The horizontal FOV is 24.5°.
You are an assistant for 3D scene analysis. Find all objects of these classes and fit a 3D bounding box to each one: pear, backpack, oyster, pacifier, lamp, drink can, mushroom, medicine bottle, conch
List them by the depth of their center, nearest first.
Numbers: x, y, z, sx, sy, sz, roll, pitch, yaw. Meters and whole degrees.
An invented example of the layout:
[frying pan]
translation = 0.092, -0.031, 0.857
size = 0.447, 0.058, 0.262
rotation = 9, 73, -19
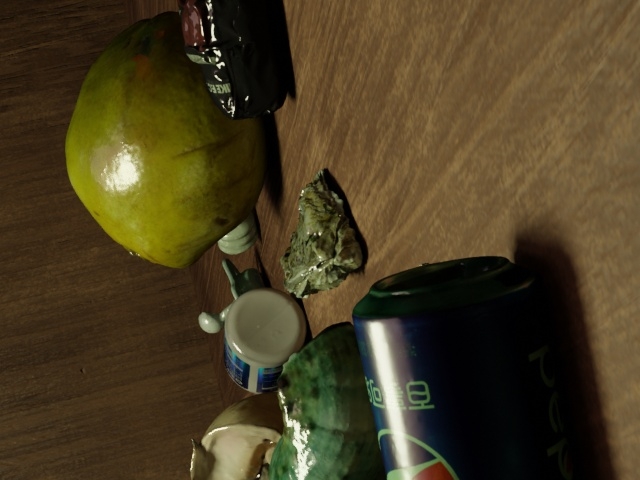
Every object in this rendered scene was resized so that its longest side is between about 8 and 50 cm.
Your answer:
[drink can]
translation = 0.093, 0.117, 0.902
size = 0.118, 0.118, 0.205
rotation = -159, 55, -79
[conch]
translation = 0.017, 0.189, 1.441
size = 0.188, 0.122, 0.176
rotation = 86, -155, -61
[oyster]
translation = 0.000, 0.000, 1.487
size = 0.177, 0.064, 0.125
rotation = -98, 17, -53
[backpack]
translation = -0.094, -0.212, 1.590
size = 0.120, 0.105, 0.165
rotation = -143, 44, -69
[mushroom]
translation = -0.026, 0.291, 1.753
size = 0.189, 0.195, 0.254
rotation = -47, -56, -61
[pear]
translation = -0.187, -0.127, 1.853
size = 0.269, 0.269, 0.321
rotation = -156, 71, -78
[medicine bottle]
translation = -0.076, 0.141, 1.966
size = 0.191, 0.107, 0.107
rotation = 101, 154, -68
[lamp]
translation = -0.138, -0.065, 2.112
size = 0.193, 0.106, 0.106
rotation = 73, 177, -48
[pacifier]
translation = -0.127, 0.103, 2.217
size = 0.127, 0.116, 0.150
rotation = 50, -171, -45
